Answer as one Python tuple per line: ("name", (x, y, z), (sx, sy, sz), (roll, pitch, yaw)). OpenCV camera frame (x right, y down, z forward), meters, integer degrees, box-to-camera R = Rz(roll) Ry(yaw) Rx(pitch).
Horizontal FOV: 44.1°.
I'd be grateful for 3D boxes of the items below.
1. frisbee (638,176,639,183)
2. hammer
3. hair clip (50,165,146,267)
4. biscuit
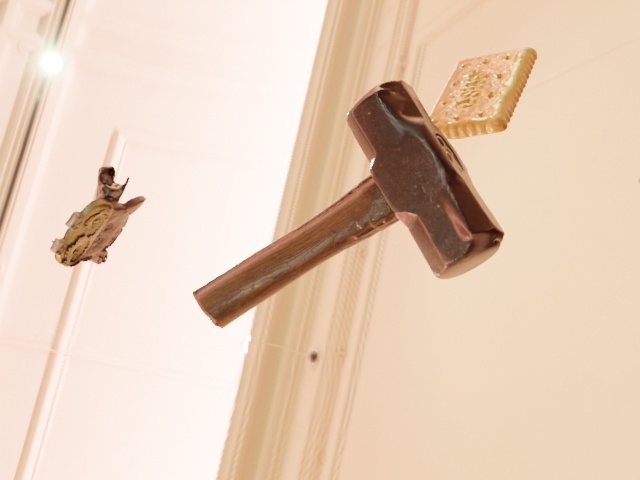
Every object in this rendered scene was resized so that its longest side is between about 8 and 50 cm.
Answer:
("frisbee", (0.497, -0.154, 0.991), (0.242, 0.242, 0.045), (-31, -104, -20))
("hammer", (0.000, 0.000, 0.995), (0.409, 0.095, 0.242), (-32, -108, 19))
("hair clip", (-0.367, -0.030, 1.294), (0.056, 0.146, 0.187), (32, -75, 19))
("biscuit", (0.276, -0.258, 1.375), (0.249, 0.160, 0.030), (-58, -46, -38))
